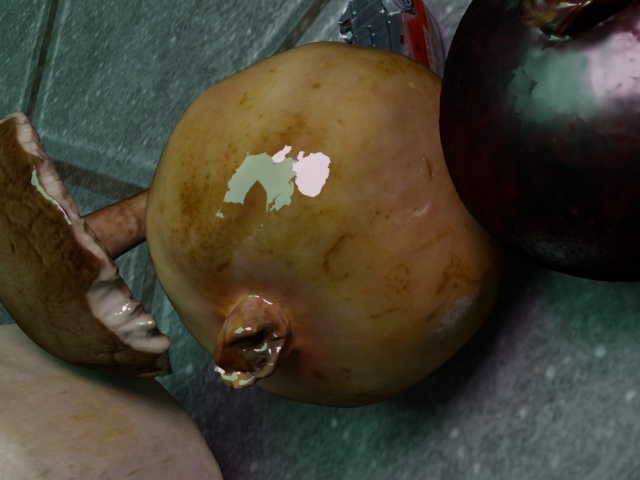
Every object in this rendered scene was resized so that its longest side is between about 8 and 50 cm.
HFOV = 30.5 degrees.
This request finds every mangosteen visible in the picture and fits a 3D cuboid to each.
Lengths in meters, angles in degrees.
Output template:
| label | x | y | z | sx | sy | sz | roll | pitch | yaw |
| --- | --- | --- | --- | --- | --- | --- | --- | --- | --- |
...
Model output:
| label | x | y | z | sx | sy | sz | roll | pitch | yaw |
| --- | --- | --- | --- | --- | --- | --- | --- | --- | --- |
| mangosteen | 0.166 | -0.107 | 0.673 | 0.235 | 0.261 | 0.235 | -20 | 49 | 25 |

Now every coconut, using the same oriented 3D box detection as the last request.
| label | x | y | z | sx | sy | sz | roll | pitch | yaw |
| --- | --- | --- | --- | --- | --- | --- | --- | --- | --- |
| coconut | -0.265 | 0.252 | 0.942 | 0.415 | 0.415 | 0.344 | 26 | 100 | 55 |

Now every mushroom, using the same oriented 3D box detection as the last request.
| label | x | y | z | sx | sy | sz | roll | pitch | yaw |
| --- | --- | --- | --- | --- | --- | --- | --- | --- | --- |
| mushroom | -0.155 | -0.038 | 0.946 | 0.208 | 0.233 | 0.301 | 14 | 48 | 18 |

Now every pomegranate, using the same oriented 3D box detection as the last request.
| label | x | y | z | sx | sy | sz | roll | pitch | yaw |
| --- | --- | --- | --- | --- | --- | --- | --- | --- | --- |
| pomegranate | 0.000 | 0.000 | 0.812 | 0.229 | 0.252 | 0.270 | -11 | 23 | 39 |

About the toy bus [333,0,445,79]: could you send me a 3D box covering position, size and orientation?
| label | x | y | z | sx | sy | sz | roll | pitch | yaw |
| --- | --- | --- | --- | --- | --- | --- | --- | --- | --- |
| toy bus | 0.063 | -0.139 | 0.982 | 0.079 | 0.077 | 0.174 | -33 | 45 | 36 |
